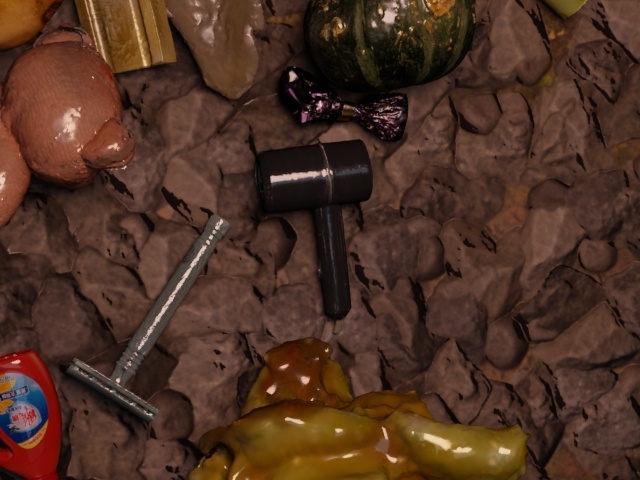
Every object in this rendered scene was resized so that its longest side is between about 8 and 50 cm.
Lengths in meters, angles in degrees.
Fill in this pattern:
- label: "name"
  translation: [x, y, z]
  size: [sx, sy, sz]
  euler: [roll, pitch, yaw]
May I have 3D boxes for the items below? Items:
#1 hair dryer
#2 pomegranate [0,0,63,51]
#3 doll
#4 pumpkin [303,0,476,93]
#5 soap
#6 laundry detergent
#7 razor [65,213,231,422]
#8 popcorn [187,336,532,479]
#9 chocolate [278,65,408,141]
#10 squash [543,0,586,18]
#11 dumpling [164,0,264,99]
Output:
- label: "hair dryer"
  translation: [0.000, 0.000, 1.185]
  size: [0.124, 0.071, 0.219]
  euler: [-10, 101, -10]
- label: "pomegranate"
  translation: [-0.350, -0.283, 1.048]
  size: [0.196, 0.196, 0.196]
  euler: [0, 91, -12]
- label: "doll"
  translation: [-0.325, -0.079, 1.087]
  size: [0.303, 0.156, 0.201]
  euler: [-30, 56, 10]
- label: "pumpkin"
  translation: [0.073, -0.232, 1.125]
  size: [0.190, 0.190, 0.146]
  euler: [-24, 115, -10]
- label: "soap"
  translation: [-0.223, -0.301, 1.103]
  size: [0.092, 0.037, 0.252]
  euler: [-7, 103, 20]
- label: "laundry detergent"
  translation: [-0.321, 0.204, 1.123]
  size: [0.097, 0.049, 0.165]
  euler: [-16, 95, -4]
- label: "razor"
  translation: [-0.169, 0.074, 1.154]
  size: [0.106, 0.068, 0.232]
  euler: [35, 77, -11]
- label: "popcorn"
  translation: [0.037, 0.276, 1.096]
  size: [0.321, 0.325, 0.290]
  euler: [18, 91, 33]
- label: "chocolate"
  translation: [0.023, -0.150, 1.188]
  size: [0.147, 0.072, 0.070]
  euler: [10, 130, -4]
- label: "squash"
  translation: [0.205, -0.351, 1.211]
  size: [0.250, 0.083, 0.083]
  euler: [30, 85, -14]
- label: "dumpling"
  translation: [-0.142, -0.325, 1.135]
  size: [0.166, 0.086, 0.332]
  euler: [-35, 99, 24]
